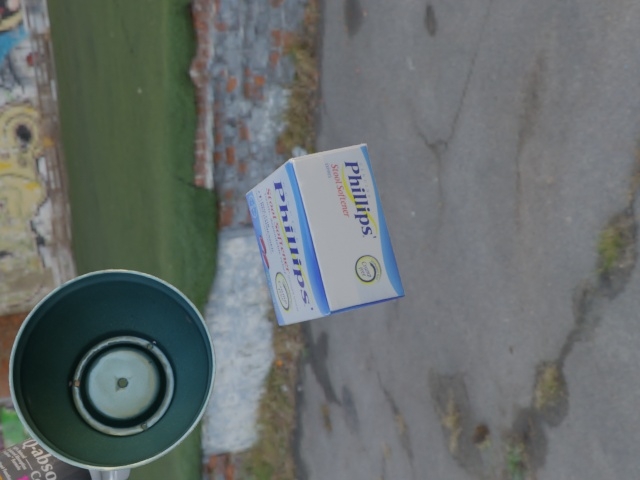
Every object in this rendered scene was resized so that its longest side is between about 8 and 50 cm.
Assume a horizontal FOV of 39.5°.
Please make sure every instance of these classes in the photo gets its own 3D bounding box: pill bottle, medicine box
[{"bbox_3d":[-0.493,0.427,1.591,0.162,0.278,0.162,24,123,42],"label":"pill bottle"},{"bbox_3d":[0.000,0.000,1.568,0.289,0.149,0.263,154,103,-69],"label":"medicine box"}]

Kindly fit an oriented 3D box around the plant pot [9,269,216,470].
[{"bbox_3d":[-0.310,0.211,1.379,0.196,0.293,0.293,113,144,-71],"label":"plant pot"}]
